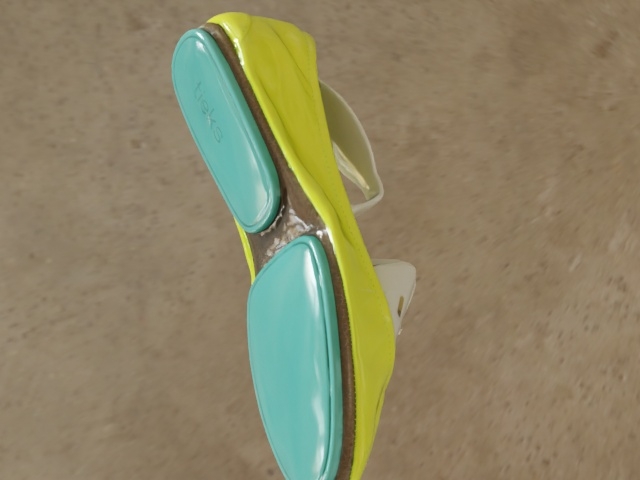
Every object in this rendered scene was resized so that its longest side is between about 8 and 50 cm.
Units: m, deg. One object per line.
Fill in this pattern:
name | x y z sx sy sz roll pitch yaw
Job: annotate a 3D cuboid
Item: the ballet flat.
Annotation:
ballet flat | 0.000 0.000 0.705 0.077 0.077 0.231 -41 60 49
